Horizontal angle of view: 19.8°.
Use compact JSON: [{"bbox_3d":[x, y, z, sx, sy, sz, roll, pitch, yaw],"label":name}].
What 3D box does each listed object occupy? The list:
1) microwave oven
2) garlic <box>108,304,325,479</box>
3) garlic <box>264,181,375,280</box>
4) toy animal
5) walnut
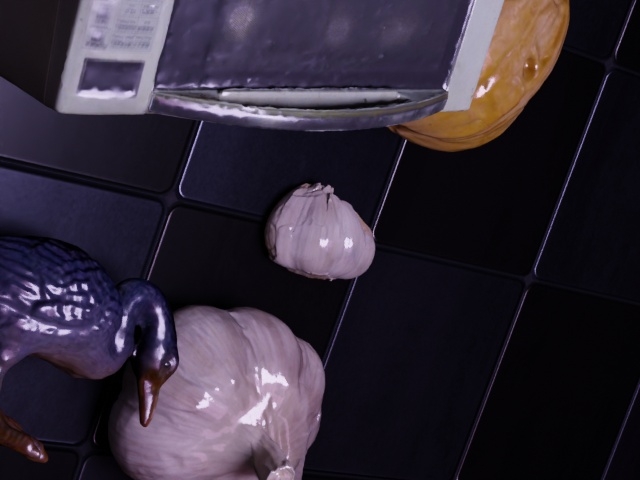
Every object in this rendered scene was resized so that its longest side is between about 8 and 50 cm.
[{"bbox_3d":[-0.081,-0.251,1.413,0.394,0.333,0.247,-4,115,-39],"label":"microwave oven"},{"bbox_3d":[-0.070,0.177,1.692,0.218,0.212,0.218,-14,118,-27],"label":"garlic"},{"bbox_3d":[0.002,-0.002,1.765,0.113,0.074,0.094,10,112,-26],"label":"garlic"},{"bbox_3d":[-0.254,0.078,1.552,0.298,0.122,0.185,31,80,-26],"label":"toy animal"},{"bbox_3d":[0.135,-0.191,1.719,0.225,0.193,0.193,-47,131,-16],"label":"walnut"}]
